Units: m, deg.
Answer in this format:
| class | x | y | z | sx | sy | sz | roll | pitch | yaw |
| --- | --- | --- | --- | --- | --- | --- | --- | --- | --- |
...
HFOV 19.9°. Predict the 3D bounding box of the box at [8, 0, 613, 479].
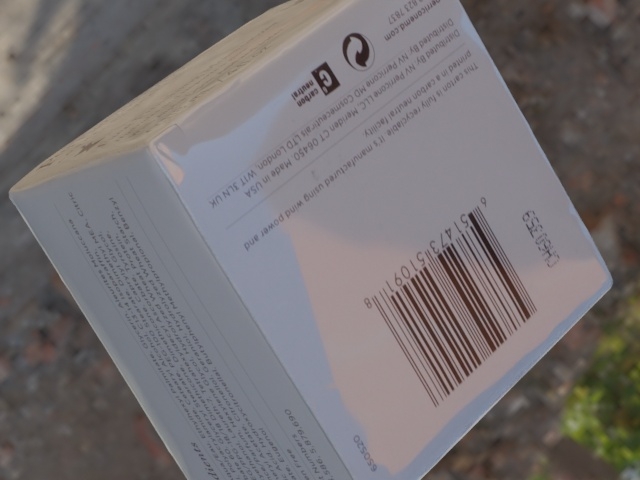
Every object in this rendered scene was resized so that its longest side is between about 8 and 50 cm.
| class | x | y | z | sx | sy | sz | roll | pitch | yaw |
| --- | --- | --- | --- | --- | --- | --- | --- | --- | --- |
| box | 0.000 | 0.000 | 0.786 | 0.181 | 0.182 | 0.119 | -40 | -165 | -36 |
